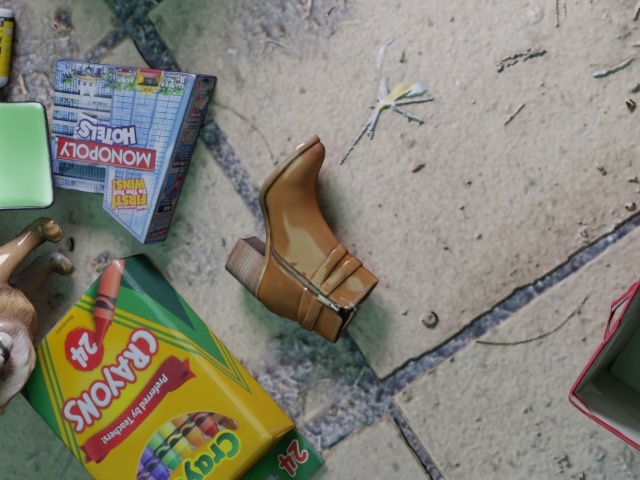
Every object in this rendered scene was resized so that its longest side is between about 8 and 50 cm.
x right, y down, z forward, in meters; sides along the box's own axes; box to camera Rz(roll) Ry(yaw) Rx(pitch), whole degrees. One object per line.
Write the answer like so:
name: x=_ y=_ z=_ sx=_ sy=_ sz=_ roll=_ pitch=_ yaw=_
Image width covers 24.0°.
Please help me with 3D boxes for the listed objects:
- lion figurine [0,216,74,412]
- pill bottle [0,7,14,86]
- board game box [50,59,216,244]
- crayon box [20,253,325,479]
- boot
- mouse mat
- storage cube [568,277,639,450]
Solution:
lion figurine: x=-0.439 y=0.021 z=1.681 sx=0.392 sy=0.142 sz=0.240 roll=39 pitch=65 yaw=18
pill bottle: x=-0.390 y=-0.212 z=1.737 sx=0.065 sy=0.065 sz=0.116 roll=10 pitch=99 yaw=20
board game box: x=-0.223 y=-0.098 z=1.687 sx=0.194 sy=0.060 sz=0.194 roll=8 pitch=96 yaw=20
crayon box: x=-0.173 y=0.197 z=1.682 sx=0.318 sy=0.081 sz=0.202 roll=46 pitch=108 yaw=11
boot: x=0.000 y=0.000 z=1.608 sx=0.152 sy=0.073 sz=0.197 roll=35 pitch=118 yaw=16
mouse mat: x=-0.394 y=-0.094 z=1.673 sx=0.190 sy=0.007 sz=0.152 roll=-3 pitch=57 yaw=-13
storage cube: x=0.372 y=0.112 z=1.410 sx=0.215 sy=0.193 sz=0.183 roll=32 pitch=105 yaw=14
